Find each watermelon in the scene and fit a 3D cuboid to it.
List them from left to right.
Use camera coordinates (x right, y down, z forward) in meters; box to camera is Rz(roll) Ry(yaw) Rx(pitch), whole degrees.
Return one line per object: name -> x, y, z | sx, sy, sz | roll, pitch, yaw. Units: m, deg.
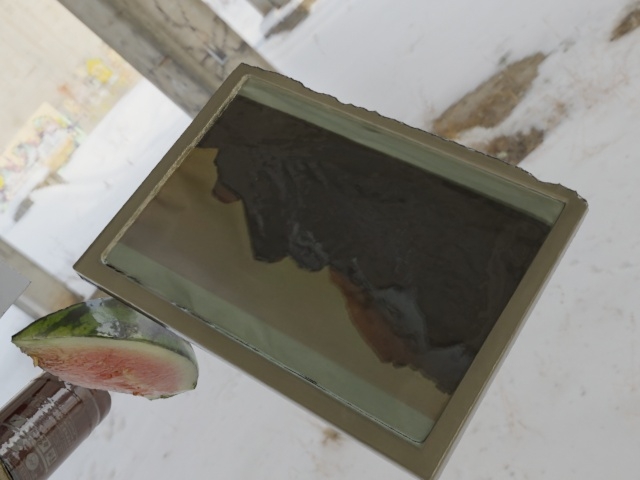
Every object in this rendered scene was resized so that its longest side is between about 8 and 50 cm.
watermelon -> -0.195, 0.118, 0.817 | 0.119, 0.245, 0.063 | -33, 62, 5

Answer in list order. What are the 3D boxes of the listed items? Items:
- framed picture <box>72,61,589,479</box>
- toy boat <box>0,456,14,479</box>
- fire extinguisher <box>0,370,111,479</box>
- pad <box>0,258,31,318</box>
framed picture -> 0.000, 0.000, 0.499 | 0.265, 0.018, 0.192 | 25, 70, 25
toy boat -> -0.369, 0.280, 0.859 | 0.068, 0.226, 0.088 | -31, -2, 37
fire extinguisher -> -0.413, 0.281, 1.033 | 0.114, 0.135, 0.337 | -35, 10, 33
pad -> -0.464, 0.024, 0.998 | 0.005, 0.202, 0.300 | -51, 14, 1
